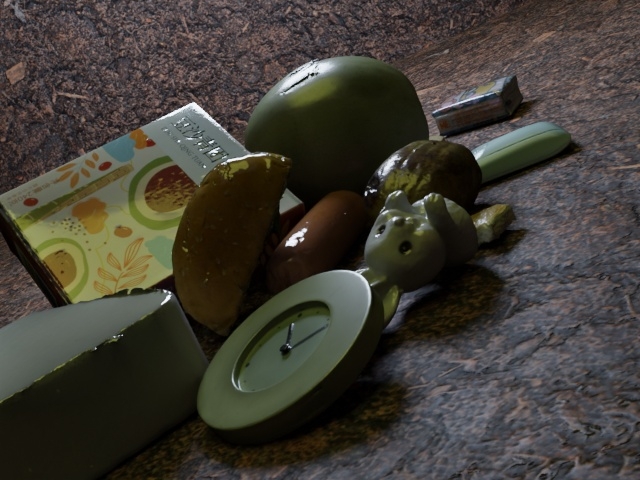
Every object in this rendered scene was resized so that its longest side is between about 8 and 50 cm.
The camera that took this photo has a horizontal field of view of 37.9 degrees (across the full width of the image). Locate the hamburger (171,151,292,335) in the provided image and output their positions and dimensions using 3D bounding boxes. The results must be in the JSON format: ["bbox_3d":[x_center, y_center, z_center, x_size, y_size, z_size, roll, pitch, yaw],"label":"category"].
[{"bbox_3d":[-0.128,-0.007,1.275,0.262,0.131,0.124,-66,15,5],"label":"hamburger"}]

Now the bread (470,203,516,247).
[{"bbox_3d":[0.207,-0.014,1.215,0.083,0.035,0.070,-20,14,40],"label":"bread"}]

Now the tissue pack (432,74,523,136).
[{"bbox_3d":[0.314,-0.269,1.855,0.155,0.065,0.115,-14,17,32],"label":"tissue pack"}]

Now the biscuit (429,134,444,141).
[{"bbox_3d":[0.188,-0.180,1.838,0.120,0.015,0.120,-22,15,6],"label":"biscuit"}]

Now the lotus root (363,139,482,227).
[{"bbox_3d":[0.142,-0.064,1.304,0.145,0.128,0.260,-2,25,27],"label":"lotus root"}]

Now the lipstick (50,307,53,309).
[{"bbox_3d":[-0.517,0.186,1.563,0.068,0.061,0.274,-16,17,32],"label":"lipstick"}]

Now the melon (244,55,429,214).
[{"bbox_3d":[0.018,-0.176,1.600,0.330,0.268,0.268,-19,16,5],"label":"melon"}]

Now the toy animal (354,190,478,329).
[{"bbox_3d":[0.080,0.026,1.097,0.104,0.131,0.221,27,48,35],"label":"toy animal"}]

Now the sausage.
[{"bbox_3d":[0.001,0.000,1.379,0.086,0.086,0.289,-16,16,27],"label":"sausage"}]

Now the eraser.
[{"bbox_3d":[-0.325,0.184,1.129,0.331,0.150,0.331,-21,18,7],"label":"eraser"}]

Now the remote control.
[{"bbox_3d":[0.247,-0.119,1.479,0.293,0.051,0.103,-23,16,5],"label":"remote control"}]

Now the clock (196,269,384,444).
[{"bbox_3d":[-0.034,0.122,1.011,0.235,0.029,0.235,-31,24,16],"label":"clock"}]

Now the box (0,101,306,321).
[{"bbox_3d":[-0.272,-0.021,1.488,0.385,0.122,0.344,-30,50,-21],"label":"box"}]
